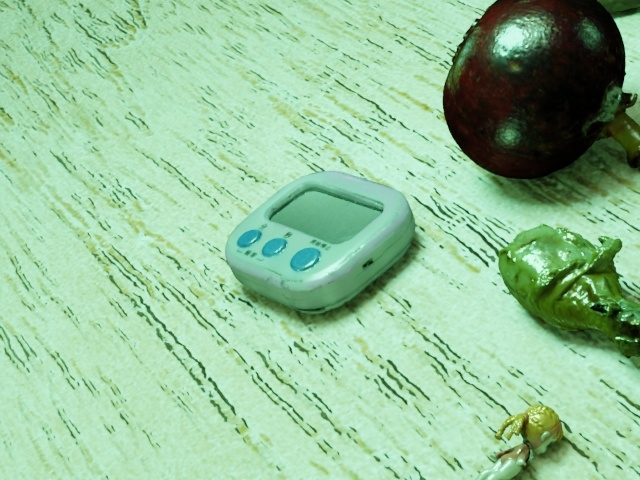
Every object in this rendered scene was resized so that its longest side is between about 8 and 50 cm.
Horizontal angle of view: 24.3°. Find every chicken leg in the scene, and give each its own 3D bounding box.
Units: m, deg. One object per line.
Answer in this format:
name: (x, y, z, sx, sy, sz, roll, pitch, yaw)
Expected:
chicken leg: (0.269, 0.048, 1.494, 0.103, 0.088, 0.227, -22, 28, -26)

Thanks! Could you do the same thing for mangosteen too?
mangosteen: (0.276, -0.169, 1.704, 0.261, 0.235, 0.235, 30, 51, 5)

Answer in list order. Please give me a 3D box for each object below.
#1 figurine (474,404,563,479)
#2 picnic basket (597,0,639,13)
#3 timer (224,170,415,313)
figurine: (0.179, 0.196, 1.382, 0.109, 0.047, 0.064, -42, 13, -15)
picnic basket: (0.438, -0.503, 1.951, 0.293, 0.337, 0.337, -8, 36, 23)
timer: (0.000, 0.000, 1.744, 0.191, 0.069, 0.208, -40, 35, -23)
